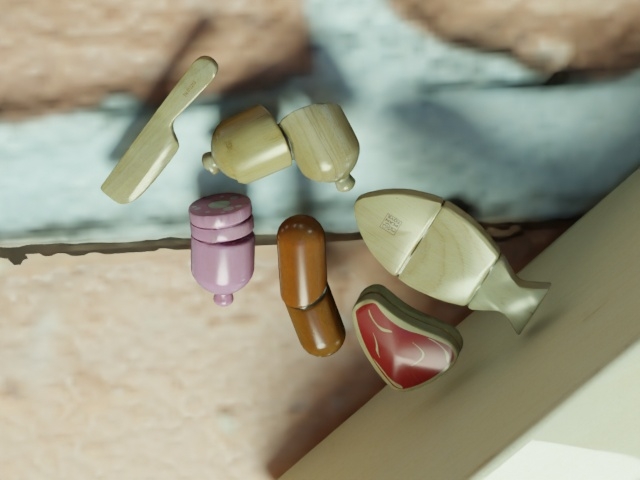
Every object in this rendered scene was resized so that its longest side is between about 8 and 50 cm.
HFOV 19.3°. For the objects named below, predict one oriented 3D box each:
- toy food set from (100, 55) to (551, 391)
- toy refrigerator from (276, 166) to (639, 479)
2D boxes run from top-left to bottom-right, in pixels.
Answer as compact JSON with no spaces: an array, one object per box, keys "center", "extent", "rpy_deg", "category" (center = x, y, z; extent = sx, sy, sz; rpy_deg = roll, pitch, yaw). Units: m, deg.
[{"center":[0.000,0.000,0.556],"extent":[0.122,0.019,0.078],"rpy_deg":[38,117,-4],"category":"toy food set"},{"center":[0.108,0.046,0.558],"extent":[0.102,0.094,0.269],"rpy_deg":[41,109,-19],"category":"toy refrigerator"}]
